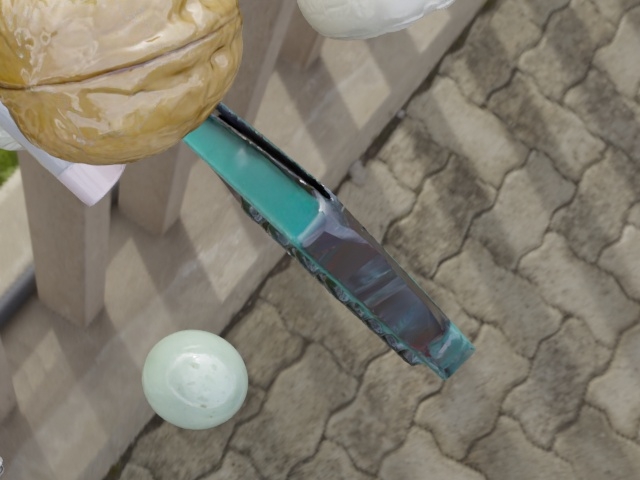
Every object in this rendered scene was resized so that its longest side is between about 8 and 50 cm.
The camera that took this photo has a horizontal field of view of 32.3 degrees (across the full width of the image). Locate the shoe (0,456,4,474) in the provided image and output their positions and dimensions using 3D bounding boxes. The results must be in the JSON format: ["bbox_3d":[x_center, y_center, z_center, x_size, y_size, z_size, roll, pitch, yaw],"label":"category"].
[{"bbox_3d":[-0.453,0.286,1.422,0.092,0.089,0.180,14,76,-37],"label":"shoe"}]

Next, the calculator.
[{"bbox_3d":[0.000,0.000,0.968,0.058,0.274,0.248,-46,43,-1],"label":"calculator"}]

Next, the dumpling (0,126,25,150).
[{"bbox_3d":[-0.462,-0.193,1.718,0.127,0.188,0.108,1,79,20],"label":"dumpling"}]

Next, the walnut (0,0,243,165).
[{"bbox_3d":[-0.139,-0.139,0.763,0.165,0.165,0.197,49,38,7],"label":"walnut"}]

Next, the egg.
[{"bbox_3d":[-0.190,0.212,1.678,0.149,0.192,0.149,-6,99,-40],"label":"egg"}]

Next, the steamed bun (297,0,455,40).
[{"bbox_3d":[0.058,-0.316,1.279,0.177,0.228,0.131,-28,112,-16],"label":"steamed bun"}]

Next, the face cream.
[{"bbox_3d":[-0.357,-0.159,1.365,0.269,0.073,0.107,44,24,-15],"label":"face cream"}]
